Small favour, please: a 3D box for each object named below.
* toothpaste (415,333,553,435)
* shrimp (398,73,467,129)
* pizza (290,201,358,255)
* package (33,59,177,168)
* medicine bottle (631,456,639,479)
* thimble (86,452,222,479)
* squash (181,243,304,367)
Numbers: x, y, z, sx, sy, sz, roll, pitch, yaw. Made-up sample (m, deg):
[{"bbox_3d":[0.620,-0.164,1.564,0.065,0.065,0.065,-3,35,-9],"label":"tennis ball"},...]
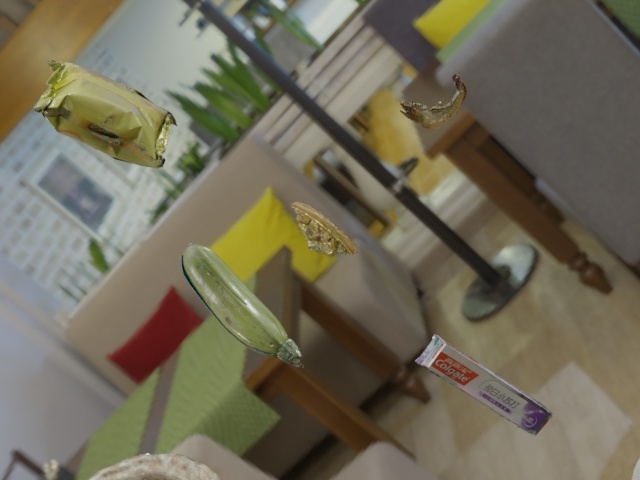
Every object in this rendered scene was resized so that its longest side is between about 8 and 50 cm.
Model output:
[{"bbox_3d":[0.212,0.190,1.378,0.047,0.196,0.040,-54,22,5],"label":"toothpaste"},{"bbox_3d":[0.145,-0.181,1.373,0.083,0.114,0.023,-52,55,22],"label":"shrimp"},{"bbox_3d":[0.000,0.000,1.592,0.026,0.123,0.108,-45,-14,-25],"label":"pizza"},{"bbox_3d":[-0.329,-0.195,1.653,0.090,0.226,0.168,-53,20,27],"label":"package"},{"bbox_3d":[0.633,0.351,1.563,0.316,0.202,0.202,-12,-5,-30],"label":"medicine bottle"},{"bbox_3d":[-0.192,0.356,1.190,0.229,0.148,0.196,-31,46,-15],"label":"thimble"},{"bbox_3d":[-0.155,0.136,2.060,0.094,0.341,0.094,-40,-19,-17],"label":"squash"}]
